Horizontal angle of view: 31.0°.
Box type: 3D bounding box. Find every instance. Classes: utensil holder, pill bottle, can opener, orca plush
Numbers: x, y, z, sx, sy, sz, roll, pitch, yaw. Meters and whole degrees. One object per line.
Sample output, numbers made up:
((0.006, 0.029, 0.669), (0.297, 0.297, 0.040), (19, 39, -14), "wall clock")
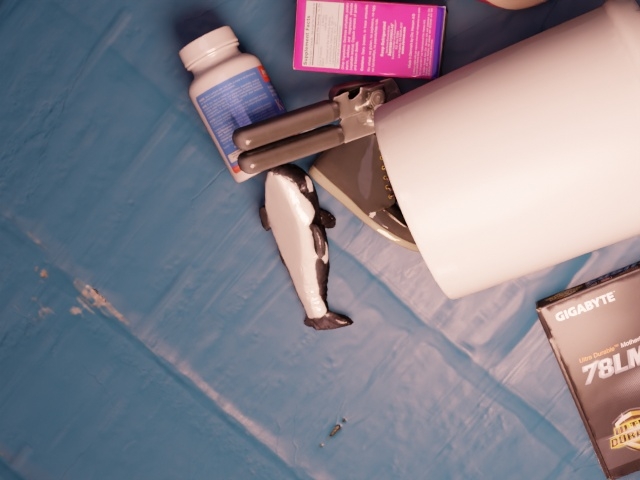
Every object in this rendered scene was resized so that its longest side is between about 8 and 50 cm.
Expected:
((0.310, -0.120, 1.629), (0.385, 0.327, 0.328), (-23, 94, 13), "utensil holder")
((-0.127, -0.211, 1.773), (0.124, 0.124, 0.221), (-27, 94, 11), "pill bottle")
((-0.006, -0.177, 1.727), (0.283, 0.095, 0.076), (-20, 115, -20), "can opener")
((0.000, 0.000, 1.799), (0.102, 0.151, 0.287), (-31, 106, -28), "orca plush")

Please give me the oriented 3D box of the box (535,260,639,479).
((0.520, 0.179, 1.766), (0.295, 0.073, 0.293), (-22, 95, 10), "box")

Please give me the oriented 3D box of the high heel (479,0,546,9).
((0.199, -0.428, 1.730), (0.377, 0.181, 0.127), (-1, 117, -13), "high heel")

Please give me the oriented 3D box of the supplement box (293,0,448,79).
((0.076, -0.305, 1.739), (0.220, 0.111, 0.114), (7, 99, 8), "supplement box")

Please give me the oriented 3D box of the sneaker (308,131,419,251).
((0.099, -0.084, 1.780), (0.222, 0.083, 0.118), (38, 101, 3), "sneaker")
